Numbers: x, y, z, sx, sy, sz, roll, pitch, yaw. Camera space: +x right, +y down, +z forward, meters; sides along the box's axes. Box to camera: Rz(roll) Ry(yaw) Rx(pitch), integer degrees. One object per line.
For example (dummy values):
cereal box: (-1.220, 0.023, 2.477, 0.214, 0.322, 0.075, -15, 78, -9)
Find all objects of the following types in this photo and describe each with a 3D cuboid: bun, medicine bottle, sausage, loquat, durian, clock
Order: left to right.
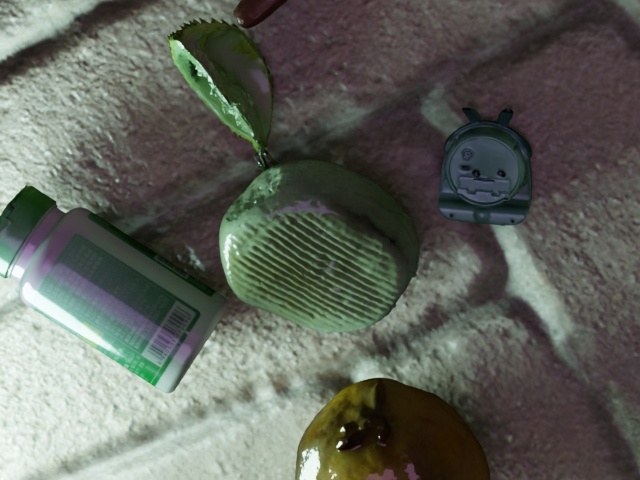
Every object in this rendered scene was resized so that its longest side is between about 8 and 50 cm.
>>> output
medicine bottle: (-0.251, 0.051, 1.991, 0.274, 0.133, 0.133, 33, 116, -2)
durian: (-0.102, -0.162, 1.879, 0.086, 0.100, 0.215, -23, 128, 20)
sausage: (-0.036, -0.277, 1.852, 0.147, 0.035, 0.030, -38, 77, 25)
bun: (-0.003, -0.001, 1.909, 0.221, 0.108, 0.221, 4, 132, 4)
loquat: (0.079, 0.271, 1.974, 0.238, 0.193, 0.238, 17, 138, 16)
clock: (0.178, -0.084, 1.876, 0.101, 0.041, 0.135, 4, 114, 12)
